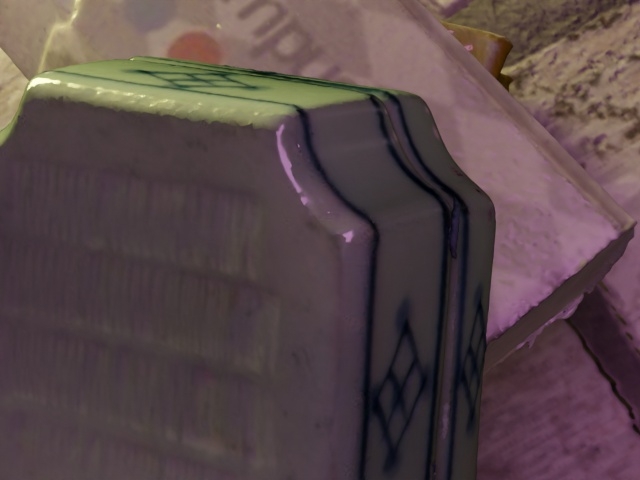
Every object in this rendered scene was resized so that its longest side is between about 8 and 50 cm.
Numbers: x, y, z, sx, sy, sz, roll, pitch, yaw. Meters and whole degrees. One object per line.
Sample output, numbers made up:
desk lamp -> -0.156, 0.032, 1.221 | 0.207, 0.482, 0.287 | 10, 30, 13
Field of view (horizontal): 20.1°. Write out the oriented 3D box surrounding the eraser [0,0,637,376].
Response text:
eraser -> -0.019, -0.073, 1.115 | 0.213, 0.082, 0.397 | -39, 72, -8

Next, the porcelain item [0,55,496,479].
porcelain item -> -0.053, 0.048, 0.975 | 0.286, 0.157, 0.281 | 10, 102, 34

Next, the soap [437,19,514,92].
soap -> 0.000, 0.000, 1.179 | 0.199, 0.091, 0.315 | 13, 73, 11
